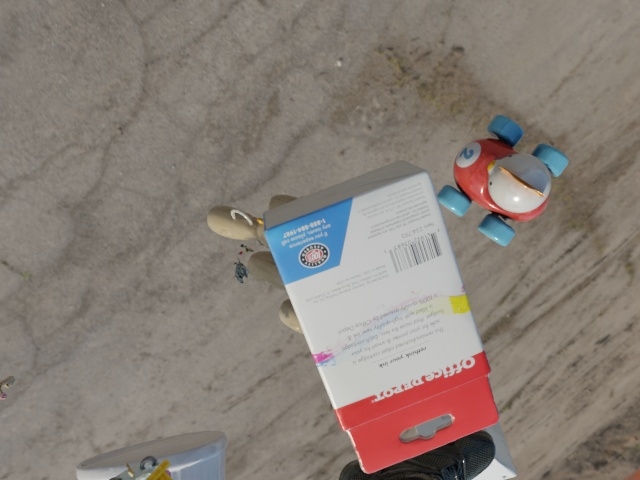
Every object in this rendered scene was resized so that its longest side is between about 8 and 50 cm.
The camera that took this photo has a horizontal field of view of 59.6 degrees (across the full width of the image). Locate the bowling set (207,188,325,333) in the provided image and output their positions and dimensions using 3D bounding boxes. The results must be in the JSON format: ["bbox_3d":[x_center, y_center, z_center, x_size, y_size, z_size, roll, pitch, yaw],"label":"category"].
[{"bbox_3d":[0.000,0.000,0.777,0.199,0.154,0.287,-57,138,-22],"label":"bowling set"}]

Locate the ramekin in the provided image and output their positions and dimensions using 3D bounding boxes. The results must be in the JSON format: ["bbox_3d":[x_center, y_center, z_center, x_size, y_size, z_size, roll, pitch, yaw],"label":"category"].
[{"bbox_3d":[-0.300,0.445,1.030,0.273,0.127,0.273,-9,170,-2],"label":"ramekin"}]

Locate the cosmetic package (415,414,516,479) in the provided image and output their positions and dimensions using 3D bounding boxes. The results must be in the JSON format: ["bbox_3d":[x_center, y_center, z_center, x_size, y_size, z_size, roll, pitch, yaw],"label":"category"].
[{"bbox_3d":[0.307,0.427,1.218,0.151,0.183,0.151,-27,135,20],"label":"cosmetic package"}]

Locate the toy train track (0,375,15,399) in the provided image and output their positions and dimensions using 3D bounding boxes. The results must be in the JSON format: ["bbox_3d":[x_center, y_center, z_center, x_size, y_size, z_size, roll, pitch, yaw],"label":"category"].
[{"bbox_3d":[-0.318,0.153,0.508,0.083,0.048,0.014,-34,108,-41],"label":"toy train track"}]

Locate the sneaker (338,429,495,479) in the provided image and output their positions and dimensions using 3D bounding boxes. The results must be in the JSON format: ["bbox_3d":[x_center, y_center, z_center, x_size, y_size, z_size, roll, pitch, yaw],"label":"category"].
[{"bbox_3d":[0.150,0.307,0.704,0.228,0.130,0.087,-6,97,-24],"label":"sneaker"}]

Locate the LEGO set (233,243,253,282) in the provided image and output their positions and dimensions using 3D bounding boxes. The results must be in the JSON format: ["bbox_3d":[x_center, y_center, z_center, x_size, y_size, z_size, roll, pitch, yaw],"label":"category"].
[{"bbox_3d":[-0.152,0.049,1.078,0.023,0.054,0.083,-26,117,-50],"label":"LEGO set"}]

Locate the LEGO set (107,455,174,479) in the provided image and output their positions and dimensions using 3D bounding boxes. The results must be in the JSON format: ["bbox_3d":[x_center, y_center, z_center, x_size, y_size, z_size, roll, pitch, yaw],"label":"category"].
[{"bbox_3d":[-0.169,0.391,0.679,0.132,0.287,0.107,-29,130,-11],"label":"LEGO set"}]

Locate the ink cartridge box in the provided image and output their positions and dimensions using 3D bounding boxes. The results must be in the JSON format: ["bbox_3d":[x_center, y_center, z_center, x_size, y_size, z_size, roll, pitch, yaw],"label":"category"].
[{"bbox_3d":[0.053,0.064,0.475,0.134,0.078,0.230,-20,105,-2],"label":"ink cartridge box"}]

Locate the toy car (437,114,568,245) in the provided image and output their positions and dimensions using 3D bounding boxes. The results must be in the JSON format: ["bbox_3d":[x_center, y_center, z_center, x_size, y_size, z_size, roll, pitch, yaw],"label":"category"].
[{"bbox_3d":[0.362,-0.123,1.088,0.219,0.210,0.238,-54,172,7],"label":"toy car"}]
